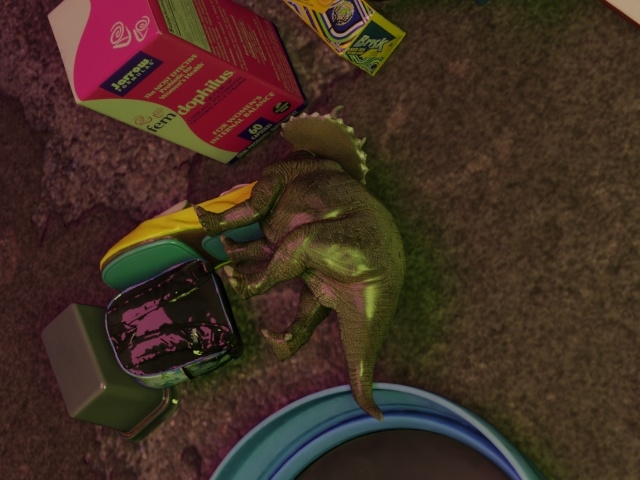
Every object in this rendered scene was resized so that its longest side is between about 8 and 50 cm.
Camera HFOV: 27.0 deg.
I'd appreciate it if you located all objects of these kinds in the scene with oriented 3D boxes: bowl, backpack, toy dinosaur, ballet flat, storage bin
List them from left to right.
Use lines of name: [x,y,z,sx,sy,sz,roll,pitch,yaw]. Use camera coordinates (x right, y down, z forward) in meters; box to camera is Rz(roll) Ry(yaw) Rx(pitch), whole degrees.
storage bin: [-0.210,0.121,1.316,0.098,0.091,0.135,-41,57,21]
backpack: [-0.137,0.086,1.262,0.114,0.084,0.105,-22,67,1]
ballet flat: [-0.113,-0.010,1.301,0.231,0.077,0.077,-17,46,30]
toy dinosaur: [0.000,0.000,1.113,0.160,0.121,0.314,-30,49,2]
bowl: [0.044,0.314,1.079,0.391,0.077,0.391,-12,70,34]

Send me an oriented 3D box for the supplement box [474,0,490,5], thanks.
supplement box: [0.071,-0.394,1.116,0.195,0.194,0.357,-48,39,17]

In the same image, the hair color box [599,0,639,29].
hair color box: [0.255,-0.235,1.088,0.093,0.053,0.167,-53,54,12]

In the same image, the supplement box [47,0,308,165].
supplement box: [-0.130,-0.169,1.254,0.111,0.220,0.114,-36,58,25]

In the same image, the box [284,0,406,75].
box: [0.004,-0.232,1.273,0.054,0.059,0.169,-50,54,12]
